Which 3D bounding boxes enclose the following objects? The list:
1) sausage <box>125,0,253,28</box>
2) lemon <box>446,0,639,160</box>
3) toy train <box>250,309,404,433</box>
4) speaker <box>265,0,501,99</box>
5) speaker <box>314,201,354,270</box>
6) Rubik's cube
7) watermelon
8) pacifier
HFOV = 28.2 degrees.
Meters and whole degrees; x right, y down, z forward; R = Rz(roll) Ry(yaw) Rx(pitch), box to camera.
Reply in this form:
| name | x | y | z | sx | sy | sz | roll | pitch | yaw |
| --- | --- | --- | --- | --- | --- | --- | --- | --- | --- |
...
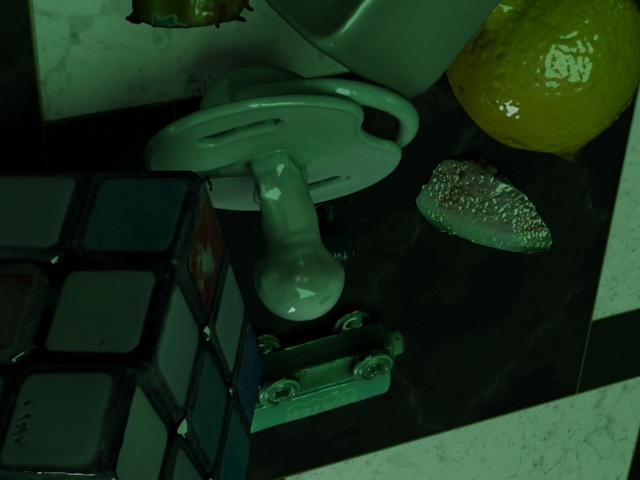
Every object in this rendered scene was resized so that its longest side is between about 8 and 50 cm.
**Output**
| name | x | y | z | sx | sy | sz | roll | pitch | yaw |
| --- | --- | --- | --- | --- | --- | --- | --- | --- | --- |
| sausage | -0.126 | -0.357 | 1.223 | 0.125 | 0.117 | 0.317 | 9 | 125 | 8 |
| lemon | 0.255 | -0.222 | 1.453 | 0.228 | 0.228 | 0.253 | -34 | 144 | -2 |
| toy train | -0.007 | 0.185 | 1.707 | 0.248 | 0.101 | 0.159 | -15 | 142 | -17 |
| speaker | 0.120 | -0.354 | 1.291 | 0.406 | 0.183 | 0.184 | -52 | 152 | 14 |
| speaker | -0.002 | -0.002 | 1.603 | 0.075 | 0.060 | 0.094 | -8 | 91 | -23 |
| Rubik's cube | -0.270 | 0.163 | 1.271 | 0.363 | 0.358 | 0.362 | 0 | 145 | 15 |
| watermelon | 0.221 | -0.043 | 1.660 | 0.180 | 0.081 | 0.094 | 33 | 130 | -5 |
| pacifier | -0.024 | -0.047 | 1.383 | 0.288 | 0.269 | 0.343 | -16 | 166 | 18 |
